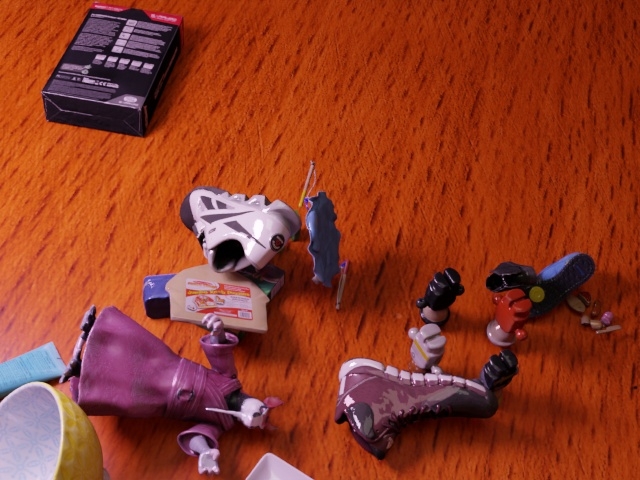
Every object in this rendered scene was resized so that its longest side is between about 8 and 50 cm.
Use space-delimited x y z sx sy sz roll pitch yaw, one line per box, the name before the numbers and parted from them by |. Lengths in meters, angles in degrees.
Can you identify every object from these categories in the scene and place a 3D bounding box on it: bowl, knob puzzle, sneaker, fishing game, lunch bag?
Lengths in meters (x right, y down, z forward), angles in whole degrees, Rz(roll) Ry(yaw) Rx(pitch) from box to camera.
bowl | -0.408 0.373 1.337 0.156 0.289 0.289 34 34 -37
knob puzzle | -0.189 0.105 1.643 0.213 0.030 0.213 13 29 -7
sneaker | 0.352 0.072 1.736 0.089 0.170 0.051 -9 92 -18
fishing game | 0.000 0.000 1.694 0.041 0.264 0.189 -6 42 18
sneaker | 0.451 0.095 1.793 0.209 0.082 0.069 -32 91 -12
sneaker | -0.191 -0.013 1.698 0.330 0.122 0.146 6 56 51
lunch bag | -0.283 0.099 1.682 0.098 0.067 0.065 -4 49 -12
sneaker | 0.155 0.309 1.539 0.281 0.106 0.162 9 54 13

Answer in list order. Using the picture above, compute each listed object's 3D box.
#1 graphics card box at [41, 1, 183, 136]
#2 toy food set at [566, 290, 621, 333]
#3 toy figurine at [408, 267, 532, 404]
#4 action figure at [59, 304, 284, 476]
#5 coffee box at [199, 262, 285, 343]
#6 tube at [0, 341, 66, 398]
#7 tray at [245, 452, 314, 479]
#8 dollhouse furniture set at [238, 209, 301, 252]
graphics card box | -0.475 -0.407 2.100 0.232 0.094 0.371 10 46 1
toy food set | 0.539 0.143 1.782 0.078 0.019 0.122 -9 42 -16
toy figurine | 0.267 0.178 1.638 0.213 0.148 0.209 16 54 5
action figure | -0.245 0.261 1.501 0.370 0.276 0.248 22 65 -13
coffee box | -0.157 0.105 1.711 0.113 0.040 0.184 26 50 15
tube | -0.542 0.238 1.540 0.207 0.052 0.080 -21 59 -30
tray | -0.013 0.460 1.415 0.270 0.030 0.145 28 51 17
dollhouse furniture set | -0.116 -0.017 1.815 0.151 0.059 0.076 -8 49 -14
